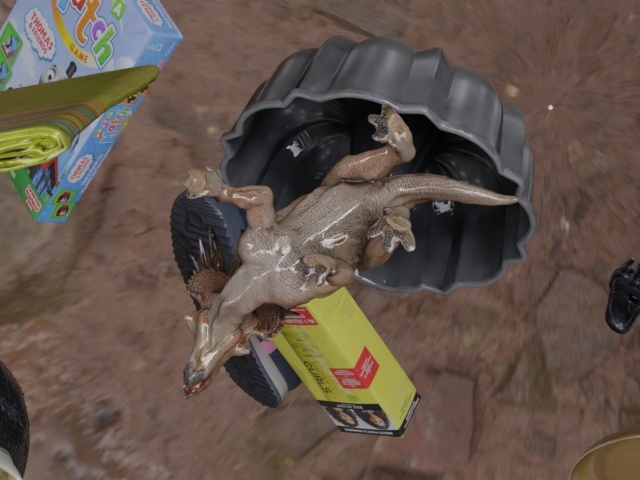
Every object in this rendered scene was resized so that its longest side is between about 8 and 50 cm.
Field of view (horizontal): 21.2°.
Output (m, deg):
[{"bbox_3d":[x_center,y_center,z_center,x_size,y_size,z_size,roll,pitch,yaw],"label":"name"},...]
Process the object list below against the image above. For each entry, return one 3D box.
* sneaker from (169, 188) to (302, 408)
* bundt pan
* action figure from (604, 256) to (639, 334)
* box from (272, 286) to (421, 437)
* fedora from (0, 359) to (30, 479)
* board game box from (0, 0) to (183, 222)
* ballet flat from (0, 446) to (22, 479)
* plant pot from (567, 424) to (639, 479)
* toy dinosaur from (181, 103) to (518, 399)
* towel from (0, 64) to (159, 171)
[{"bbox_3d":[-0.068,0.035,1.842,0.112,0.319,0.131,28,59,34],"label":"sneaker"},{"bbox_3d":[0.070,-0.087,1.731,0.331,0.331,0.124,15,58,6],"label":"bundt pan"},{"bbox_3d":[0.340,-0.010,1.333,0.164,0.276,0.141,46,142,0],"label":"action figure"},{"bbox_3d":[0.015,0.114,1.762,0.087,0.232,0.058,2,51,34],"label":"box"},{"bbox_3d":[-0.364,0.161,1.520,0.334,0.152,0.334,-13,64,30],"label":"fedora"},{"bbox_3d":[-0.210,-0.145,1.421,0.211,0.039,0.160,-53,55,29],"label":"board game box"},{"bbox_3d":[-0.221,0.156,1.057,0.068,0.213,0.072,14,81,12],"label":"ballet flat"},{"bbox_3d":[0.337,0.221,1.502,0.236,0.236,0.032,14,56,6],"label":"plant pot"},{"bbox_3d":[0.000,0.000,1.371,0.296,0.200,0.127,-23,74,-9],"label":"toy dinosaur"},{"bbox_3d":[-0.148,-0.058,0.847,0.102,0.237,0.021,-8,102,7],"label":"towel"}]
